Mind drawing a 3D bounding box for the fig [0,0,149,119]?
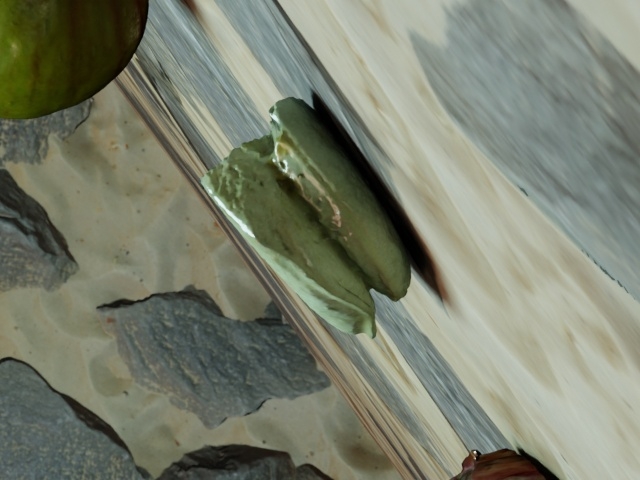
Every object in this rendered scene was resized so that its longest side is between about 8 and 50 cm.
[{"bbox_3d":[-0.137,-0.160,0.829,0.124,0.124,0.236,52,151,30],"label":"fig"}]

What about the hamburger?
[{"bbox_3d":[0.003,-0.002,0.724,0.084,0.054,0.121,49,178,11],"label":"hamburger"}]

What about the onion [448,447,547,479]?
[{"bbox_3d":[0.080,0.237,0.798,0.216,0.207,0.206,48,179,-1],"label":"onion"}]
